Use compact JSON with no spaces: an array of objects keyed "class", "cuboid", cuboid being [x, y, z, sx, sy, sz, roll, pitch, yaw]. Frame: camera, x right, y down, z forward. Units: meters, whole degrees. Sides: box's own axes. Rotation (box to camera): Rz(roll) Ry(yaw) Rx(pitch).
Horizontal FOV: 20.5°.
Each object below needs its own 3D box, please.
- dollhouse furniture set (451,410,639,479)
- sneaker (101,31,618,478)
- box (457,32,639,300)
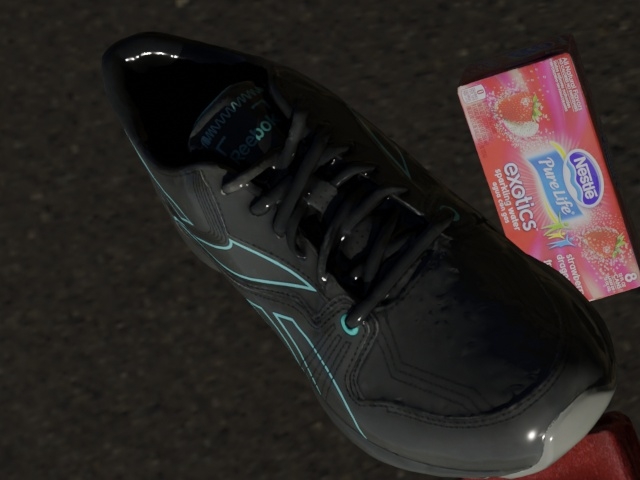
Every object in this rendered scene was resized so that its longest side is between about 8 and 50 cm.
[{"class":"dollhouse furniture set","cuboid":[0.244,0.106,0.679,0.374,0.201,0.152,-30,72,51]},{"class":"sneaker","cuboid":[0.000,0.000,0.687,0.101,0.106,0.267,-48,47,-7]},{"class":"box","cuboid":[0.239,-0.069,1.821,0.123,0.128,0.256,-17,102,14]}]
